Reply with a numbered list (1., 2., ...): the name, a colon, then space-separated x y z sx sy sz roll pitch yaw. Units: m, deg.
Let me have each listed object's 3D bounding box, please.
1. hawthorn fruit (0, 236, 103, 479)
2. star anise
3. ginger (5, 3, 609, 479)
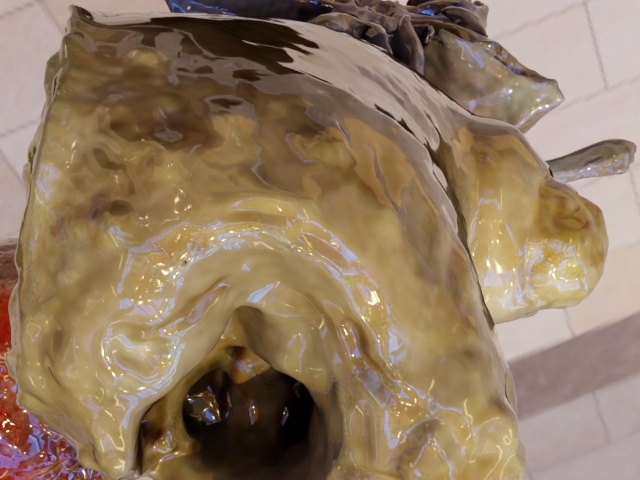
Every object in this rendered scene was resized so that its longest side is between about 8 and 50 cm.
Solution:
1. hawthorn fruit: -0.196 0.080 0.892 0.185 0.202 0.185 -27 140 -26
2. star anise: 0.030 -0.081 0.652 0.209 0.231 0.089 -14 135 -42
3. ginger: 0.000 0.000 0.434 0.221 0.276 0.130 14 112 -23
